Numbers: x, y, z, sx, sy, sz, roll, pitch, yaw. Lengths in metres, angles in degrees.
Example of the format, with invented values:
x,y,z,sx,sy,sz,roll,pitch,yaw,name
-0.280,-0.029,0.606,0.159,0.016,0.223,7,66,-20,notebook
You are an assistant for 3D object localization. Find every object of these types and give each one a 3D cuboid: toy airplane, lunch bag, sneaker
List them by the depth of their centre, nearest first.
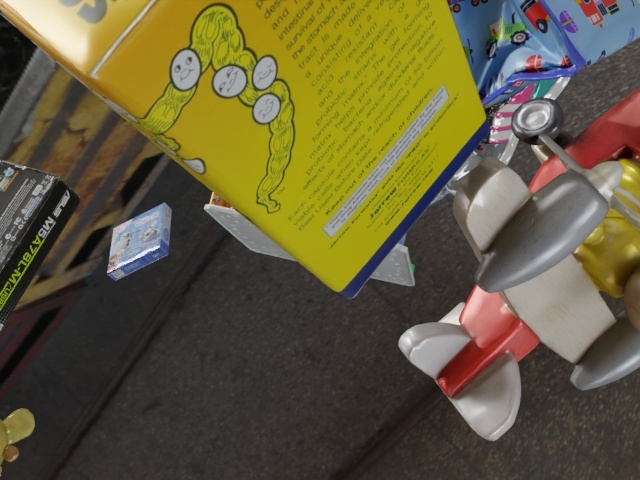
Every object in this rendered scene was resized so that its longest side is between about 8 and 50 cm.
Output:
x,y,z,sx,sy,sz,roll,pitch,yaw,name
0.183,-0.299,0.746,0.138,0.221,0.293,-17,101,47,lunch bag
0.273,0.051,0.849,0.272,0.386,0.384,24,124,40,toy airplane
0.261,-0.221,1.268,0.295,0.178,0.124,-55,30,12,sneaker

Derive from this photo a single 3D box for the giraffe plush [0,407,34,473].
x,y,z,sx,sy,sz,roll,pitch,yaw,name
-0.432,0.213,0.899,0.170,0.210,0.181,40,84,-13,giraffe plush

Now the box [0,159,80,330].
x,y,z,sx,sy,sz,roll,pitch,yaw,name
-0.343,0.008,0.719,0.184,0.045,0.190,14,67,27,box

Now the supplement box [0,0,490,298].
x,y,z,sx,sy,sz,roll,pitch,yaw,name
-0.043,-0.132,0.544,0.194,0.356,0.195,38,86,30,supplement box

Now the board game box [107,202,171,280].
x,y,z,sx,sy,sz,roll,pitch,yaw,name
-0.247,0.001,1.070,0.090,0.090,0.020,-25,131,16,board game box

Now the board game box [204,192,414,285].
x,y,z,sx,sy,sz,roll,pitch,yaw,name
0.000,0.000,1.611,0.390,0.390,0.050,12,79,12,board game box

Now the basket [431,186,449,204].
x,y,z,sx,sy,sz,roll,pitch,yaw,name
0.192,-0.174,1.543,0.201,0.255,0.289,52,153,-10,basket
